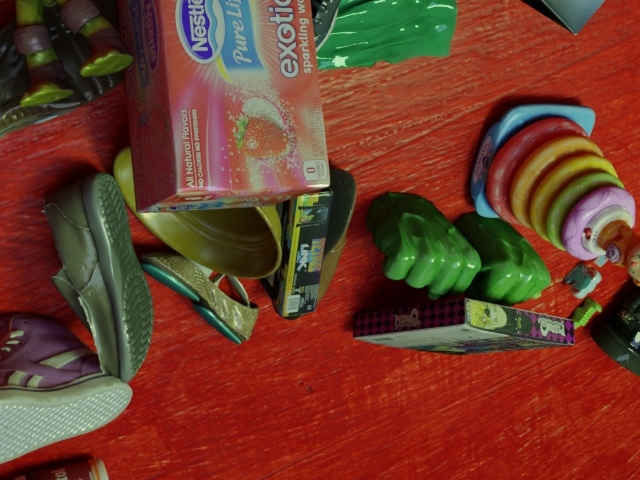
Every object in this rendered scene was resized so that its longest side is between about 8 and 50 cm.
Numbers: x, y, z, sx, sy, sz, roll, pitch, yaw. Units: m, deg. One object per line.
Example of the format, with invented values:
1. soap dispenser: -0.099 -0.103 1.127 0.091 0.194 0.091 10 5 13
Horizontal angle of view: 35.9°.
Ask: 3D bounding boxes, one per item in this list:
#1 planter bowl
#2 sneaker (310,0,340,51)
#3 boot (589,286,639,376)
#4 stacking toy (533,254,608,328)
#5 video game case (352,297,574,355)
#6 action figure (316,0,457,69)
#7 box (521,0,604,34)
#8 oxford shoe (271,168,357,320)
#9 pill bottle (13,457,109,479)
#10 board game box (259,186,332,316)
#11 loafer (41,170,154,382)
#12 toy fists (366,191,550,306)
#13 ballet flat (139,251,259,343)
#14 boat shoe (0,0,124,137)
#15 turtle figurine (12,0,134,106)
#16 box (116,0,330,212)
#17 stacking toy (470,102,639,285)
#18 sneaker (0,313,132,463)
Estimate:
1. planter bowl: -0.119 -0.060 1.115 0.090 0.217 0.217 -59 140 -29
2. sneaker: -0.004 -0.278 0.978 0.086 0.163 0.226 28 94 0
3. boot: 0.644 0.135 1.666 0.348 0.131 0.260 26 109 -38
4. stacking toy: 0.436 0.037 1.537 0.167 0.052 0.221 30 106 -39
5. video game case: 0.197 0.125 1.380 0.210 0.232 0.042 13 74 -33
6. action figure: 0.046 -0.245 1.114 0.232 0.063 0.137 -19 132 -20
7. box: 0.236 -0.427 1.004 0.296 0.183 0.294 29 106 -40
8. oxford shoe: 0.000 0.000 1.281 0.076 0.076 0.212 -16 134 -57
9. pill bottle: -0.360 0.349 1.320 0.152 0.086 0.086 -10 127 -22
10. board game box: -0.042 -0.018 1.181 0.048 0.141 0.170 -6 126 -22
11. loafer: -0.256 0.044 1.135 0.087 0.094 0.251 -4 106 12
12. toy fists: 0.190 0.024 1.336 0.279 0.142 0.096 13 116 -34
13. ballet flat: -0.147 0.055 1.243 0.067 0.073 0.206 -58 137 -16
14. boat shoe: -0.303 -0.163 0.987 0.285 0.089 0.105 -27 106 -11
15. turtle figurine: -0.273 -0.237 0.899 0.269 0.087 0.217 -22 91 2
16. box: -0.101 -0.183 0.930 0.154 0.142 0.300 -4 86 -25
17. stacking toy: 0.338 -0.037 1.261 0.165 0.302 0.175 -4 126 -26
18. sneaker: -0.364 0.160 1.114 0.102 0.161 0.282 -55 155 19
